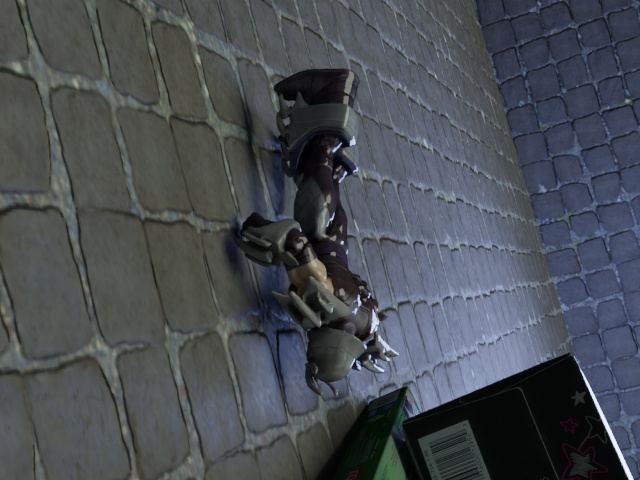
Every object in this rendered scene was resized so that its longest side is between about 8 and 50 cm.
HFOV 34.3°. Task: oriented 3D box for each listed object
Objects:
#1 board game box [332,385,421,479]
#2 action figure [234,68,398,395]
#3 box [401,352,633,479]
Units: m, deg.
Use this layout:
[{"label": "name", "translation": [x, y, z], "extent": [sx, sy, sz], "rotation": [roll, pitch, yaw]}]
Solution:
[{"label": "board game box", "translation": [0.084, 0.265, 0.872], "extent": [0.213, 0.046, 0.317], "rotation": [66, 12, -2]}, {"label": "action figure", "translation": [0.000, 0.000, 0.880], "extent": [0.185, 0.099, 0.285], "rotation": [60, 25, -56]}, {"label": "box", "translation": [0.192, 0.247, 0.869], "extent": [0.247, 0.163, 0.142], "rotation": [70, 11, 23]}]
